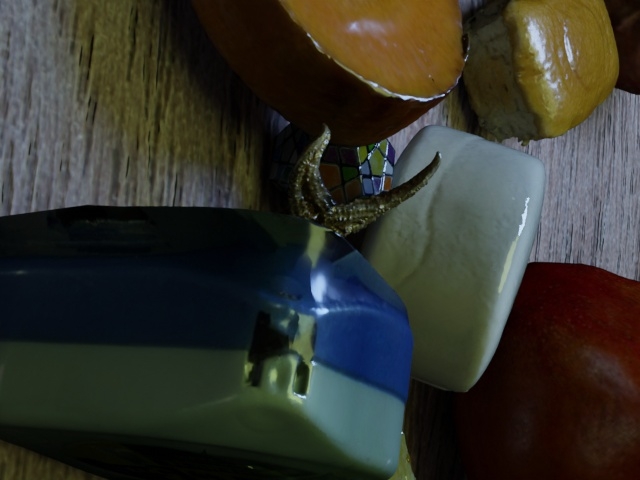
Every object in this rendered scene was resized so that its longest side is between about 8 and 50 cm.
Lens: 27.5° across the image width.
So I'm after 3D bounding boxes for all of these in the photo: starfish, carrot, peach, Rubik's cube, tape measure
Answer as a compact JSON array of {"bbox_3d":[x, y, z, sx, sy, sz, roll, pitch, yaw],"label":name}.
[{"bbox_3d":[-0.005,-0.005,1.066,0.238,0.057,0.213,-31,144,-15],"label":"starfish"},{"bbox_3d":[0.000,-0.229,1.055,0.258,0.100,0.307,-19,84,-49],"label":"carrot"},{"bbox_3d":[0.275,0.174,1.333,0.308,0.308,0.332,12,48,-55],"label":"peach"},{"bbox_3d":[0.011,-0.064,1.130,0.093,0.111,0.111,19,71,-28],"label":"Rubik's cube"},{"bbox_3d":[-0.074,0.091,0.861,0.262,0.259,0.138,42,55,-53],"label":"tape measure"}]

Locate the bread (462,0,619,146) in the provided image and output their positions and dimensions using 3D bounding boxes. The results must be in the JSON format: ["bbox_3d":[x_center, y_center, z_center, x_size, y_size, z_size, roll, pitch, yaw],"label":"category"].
[{"bbox_3d":[0.250,-0.211,1.469,0.245,0.121,0.174,-33,117,-49],"label":"bread"}]

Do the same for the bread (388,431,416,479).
[{"bbox_3d":[-0.005,0.195,1.087,0.196,0.102,0.138,-16,104,-58],"label":"bread"}]

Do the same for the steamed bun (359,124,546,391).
[{"bbox_3d":[0.118,0.002,1.197,0.164,0.146,0.241,94,17,-56],"label":"steamed bun"}]

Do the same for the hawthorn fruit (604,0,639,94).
[{"bbox_3d":[0.446,-0.339,1.667,0.330,0.287,0.287,-50,130,-64],"label":"hawthorn fruit"}]
